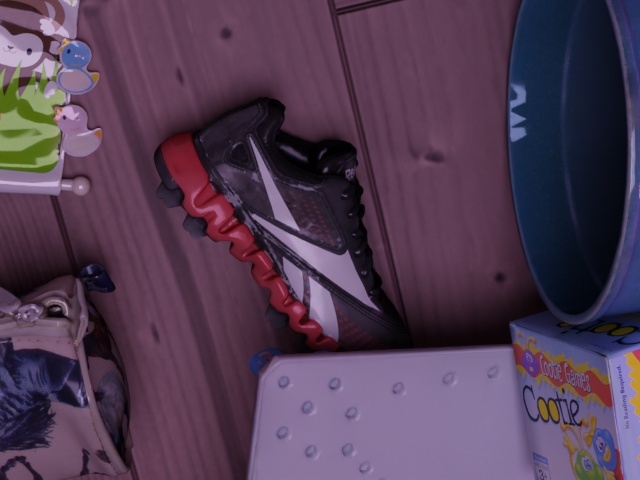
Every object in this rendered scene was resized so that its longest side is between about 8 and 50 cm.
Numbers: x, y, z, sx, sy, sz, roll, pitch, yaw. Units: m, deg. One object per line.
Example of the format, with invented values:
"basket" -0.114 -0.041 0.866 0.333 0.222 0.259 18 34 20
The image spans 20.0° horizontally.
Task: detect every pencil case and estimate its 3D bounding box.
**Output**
"pencil case" -0.356 0.121 1.404 0.410 0.160 0.183 -7 126 -1

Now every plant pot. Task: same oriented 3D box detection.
"plant pot" 0.297 -0.079 1.331 0.255 0.271 0.272 -2 109 -11

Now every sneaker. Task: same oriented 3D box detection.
"sneaker" 0.000 0.000 1.416 0.135 0.097 0.276 -38 105 12

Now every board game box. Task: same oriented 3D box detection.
"board game box" 0.106 0.259 1.476 0.390 0.050 0.390 -1 110 -23
"board game box" 0.306 0.104 1.390 0.275 0.144 0.142 -15 104 -21

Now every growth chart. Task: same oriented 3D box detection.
"growth chart" -0.258 -0.143 1.396 0.172 0.021 0.237 -5 110 -3
